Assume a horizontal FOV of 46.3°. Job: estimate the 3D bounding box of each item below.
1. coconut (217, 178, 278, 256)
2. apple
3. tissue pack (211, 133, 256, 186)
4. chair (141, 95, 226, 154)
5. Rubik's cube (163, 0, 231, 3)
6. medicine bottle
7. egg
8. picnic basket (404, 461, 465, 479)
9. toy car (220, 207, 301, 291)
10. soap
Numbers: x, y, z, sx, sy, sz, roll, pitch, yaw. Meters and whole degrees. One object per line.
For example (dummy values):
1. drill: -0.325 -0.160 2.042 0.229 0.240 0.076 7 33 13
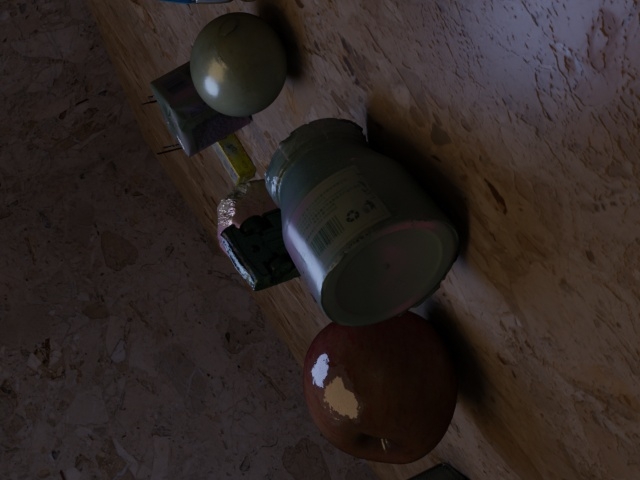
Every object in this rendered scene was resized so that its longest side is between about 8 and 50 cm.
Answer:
1. coconut: -0.167 -0.051 1.975 0.233 0.233 0.245 59 162 3
2. apple: 0.123 0.302 1.502 0.344 0.345 0.269 79 179 -54
3. tissue pack: -0.266 -0.260 2.242 0.176 0.062 0.095 59 164 5
4. chair: -0.358 -0.347 2.116 0.172 0.247 0.158 -106 3 -72
5. Rubik's cube: -0.260 -0.544 1.490 0.254 0.255 0.254 54 165 21
6. medicine bottle: 0.053 -0.042 1.230 0.245 0.245 0.290 77 167 -50
7. egg: -0.158 -0.336 1.447 0.186 0.187 0.253 57 166 9
8. picnic basket: 0.276 0.712 1.960 0.165 0.267 0.139 -173 61 -77
9. toy car: -0.021 -0.003 1.397 0.141 0.321 0.097 53 145 24
10. soap: -0.301 -0.348 1.902 0.138 0.199 0.182 45 161 37
